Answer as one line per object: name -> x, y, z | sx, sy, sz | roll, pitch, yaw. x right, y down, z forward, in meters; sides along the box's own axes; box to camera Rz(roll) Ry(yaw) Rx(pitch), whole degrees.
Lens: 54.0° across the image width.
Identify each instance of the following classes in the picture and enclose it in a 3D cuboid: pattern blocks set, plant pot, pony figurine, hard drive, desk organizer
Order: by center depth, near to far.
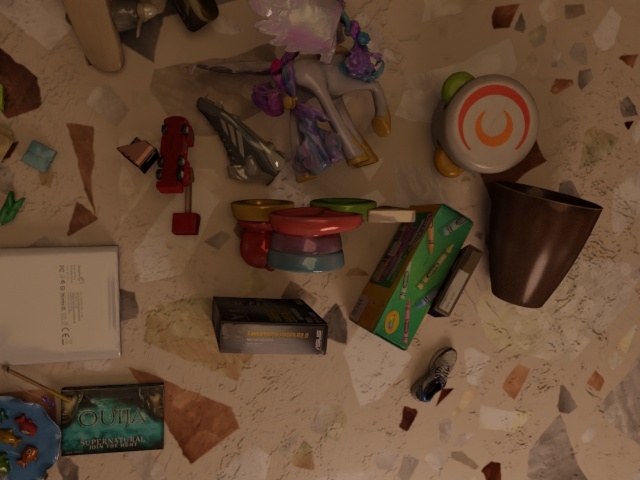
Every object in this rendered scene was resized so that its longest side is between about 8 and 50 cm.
pattern blocks set -> -0.656, -0.166, 1.105 | 0.324, 0.026, 0.285 | 39, 83, -12
desk organizer -> -0.327, -0.158, 1.132 | 0.050, 0.130, 0.047 | 40, 83, -10
hard drive -> -0.530, 0.118, 1.138 | 0.318, 0.040, 0.210 | -1, 92, -14
pony figurine -> -0.023, -0.301, 1.156 | 0.351, 0.302, 0.364 | -20, 94, -44
plant pot -> 0.436, 0.014, 1.300 | 0.215, 0.215, 0.231 | 9, 105, -14

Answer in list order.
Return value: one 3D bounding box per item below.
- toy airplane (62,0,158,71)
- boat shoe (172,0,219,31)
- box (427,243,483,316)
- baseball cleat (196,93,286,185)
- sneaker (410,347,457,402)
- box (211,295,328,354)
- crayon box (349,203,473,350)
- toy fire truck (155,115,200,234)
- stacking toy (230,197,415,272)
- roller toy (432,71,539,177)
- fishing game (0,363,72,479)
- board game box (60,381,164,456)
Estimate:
toy airplane -> -0.410, -0.535, 1.047 | 0.384, 0.386, 0.272 | 41, 39, -4
boat shoe -> -0.271, -0.492, 1.161 | 0.073, 0.080, 0.224 | -30, 89, 26
box -> 0.255, 0.087, 1.242 | 0.036, 0.225, 0.137 | 29, 85, 8
baseball cleat -> -0.167, -0.182, 1.200 | 0.205, 0.072, 0.109 | 36, 90, -8
sneaker -> 0.250, 0.288, 1.322 | 0.052, 0.058, 0.135 | 38, 83, -12
box -> -0.100, 0.151, 1.145 | 0.182, 0.231, 0.056 | 4, 94, -13
crayon box -> 0.174, 0.064, 1.241 | 0.081, 0.165, 0.279 | 30, 85, -12
toy fire truck -> -0.257, -0.117, 1.164 | 0.047, 0.135, 0.192 | 0, 74, 7
stacking toy -> 0.000, 0.000, 1.149 | 0.279, 0.309, 0.131 | -3, 101, -24
roller toy -> 0.330, -0.231, 1.279 | 0.191, 0.146, 0.210 | 0, 98, -5
fishing game -> -0.564, 0.370, 1.125 | 0.189, 0.041, 0.264 | 36, 92, -12
board game box -> -0.390, 0.336, 1.187 | 0.186, 0.026, 0.126 | 0, 93, -13
